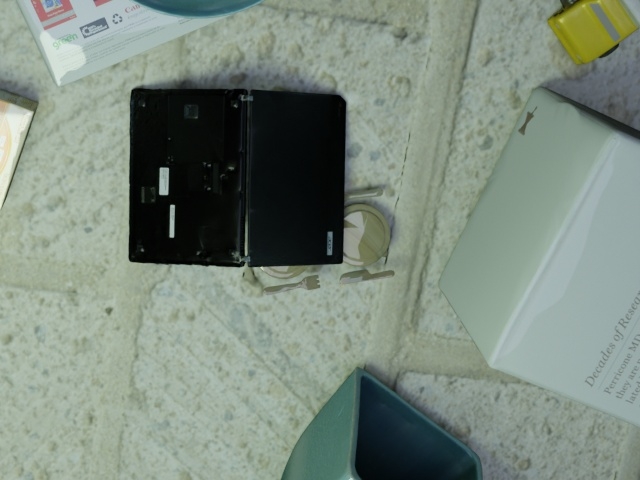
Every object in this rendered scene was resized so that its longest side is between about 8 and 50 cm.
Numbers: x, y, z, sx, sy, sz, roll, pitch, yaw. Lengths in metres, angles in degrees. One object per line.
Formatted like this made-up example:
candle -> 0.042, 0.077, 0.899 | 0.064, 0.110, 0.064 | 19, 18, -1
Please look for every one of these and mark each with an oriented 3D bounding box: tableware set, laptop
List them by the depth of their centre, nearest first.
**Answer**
laptop -> -0.112, -0.084, 1.668 | 0.264, 0.136, 0.234 | 2, 93, 18
tableware set -> 0.000, 0.000, 1.720 | 0.194, 0.039, 0.128 | -8, 94, -10

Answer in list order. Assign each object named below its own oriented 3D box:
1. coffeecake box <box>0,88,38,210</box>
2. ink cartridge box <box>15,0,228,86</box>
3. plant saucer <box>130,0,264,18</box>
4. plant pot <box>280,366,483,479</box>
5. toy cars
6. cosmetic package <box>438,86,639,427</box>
coffeecake box -> -0.479, -0.140, 1.601 | 0.185, 0.068, 0.142 | 19, 103, -12
ink cartridge box -> -0.238, -0.380, 1.526 | 0.309, 0.130, 0.272 | -22, 110, -1
plant saucer -> -0.144, -0.417, 1.426 | 0.317, 0.044, 0.318 | -4, 113, -10
plant pot -> 0.058, 0.388, 1.744 | 0.248, 0.247, 0.252 | 37, 115, -16
toy cars -> 0.509, -0.313, 1.668 | 0.393, 0.087, 0.177 | 1, 107, -8
cosmetic package -> 0.423, 0.039, 1.635 | 0.393, 0.329, 0.327 | 23, 103, -12
